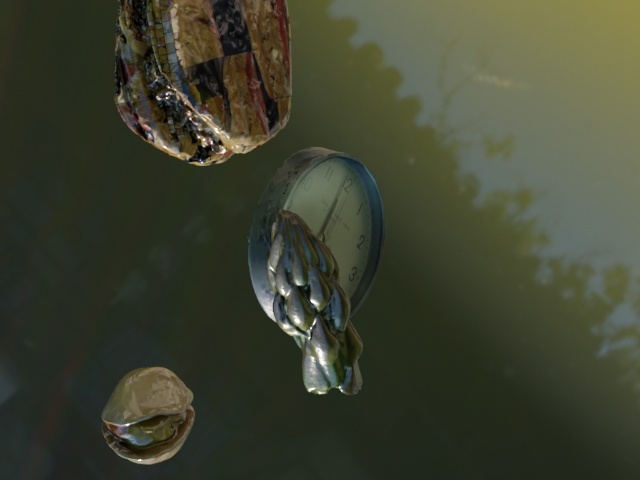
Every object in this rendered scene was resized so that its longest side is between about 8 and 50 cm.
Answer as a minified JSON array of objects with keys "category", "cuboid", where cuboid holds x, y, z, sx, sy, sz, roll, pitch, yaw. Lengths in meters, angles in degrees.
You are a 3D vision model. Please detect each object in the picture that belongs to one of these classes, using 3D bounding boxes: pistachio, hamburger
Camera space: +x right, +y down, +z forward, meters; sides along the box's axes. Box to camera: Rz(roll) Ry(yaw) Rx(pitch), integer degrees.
[{"category":"pistachio","cuboid":[-0.260,0.264,2.460,0.144,0.144,0.215,54,-175,-10]},{"category":"hamburger","cuboid":[-0.101,-0.180,1.509,0.106,0.231,0.231,-9,119,35]}]

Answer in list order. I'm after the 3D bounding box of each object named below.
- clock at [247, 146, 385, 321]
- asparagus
[{"category":"clock","cuboid":[0.000,0.000,1.993,0.049,0.226,0.226,11,134,37]},{"category":"asparagus","cuboid":[-0.003,0.075,1.564,0.080,0.080,0.287,26,147,36]}]
